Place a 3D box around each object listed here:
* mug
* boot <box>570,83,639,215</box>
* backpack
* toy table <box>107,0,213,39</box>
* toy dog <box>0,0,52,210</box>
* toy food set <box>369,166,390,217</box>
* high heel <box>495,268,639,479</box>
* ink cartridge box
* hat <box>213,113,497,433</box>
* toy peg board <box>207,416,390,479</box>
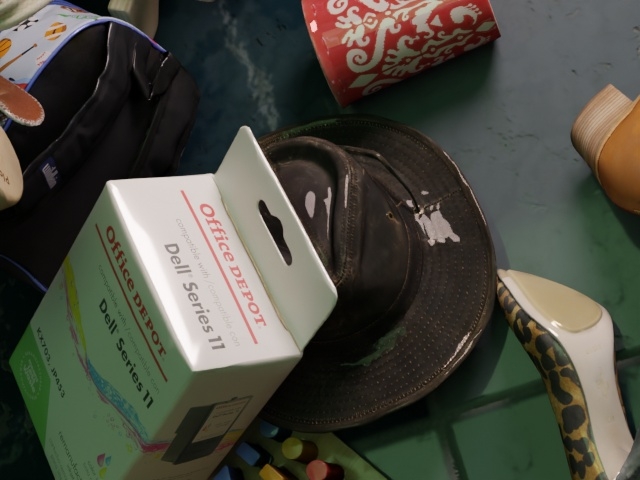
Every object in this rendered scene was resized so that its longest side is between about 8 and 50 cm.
[{"bbox_3d":[0.075,-0.226,1.475,0.169,0.113,0.150,-19,74,9],"label":"mug"},{"bbox_3d":[0.352,-0.135,1.309,0.283,0.109,0.220,-46,31,7],"label":"boot"},{"bbox_3d":[-0.255,-0.096,1.485,0.213,0.276,0.263,32,85,35],"label":"backpack"},{"bbox_3d":[-0.189,-0.328,1.524,0.274,0.252,0.161,7,63,30],"label":"toy table"},{"bbox_3d":[-0.317,-0.085,1.290,0.220,0.161,0.334,-4,47,20],"label":"toy dog"},{"bbox_3d":[0.032,0.027,1.471,0.132,0.038,0.192,-13,63,9],"label":"toy food set"},{"bbox_3d":[0.216,0.153,1.370,0.261,0.093,0.186,44,129,44],"label":"high heel"},{"bbox_3d":[-0.143,0.083,1.353,0.353,0.119,0.207,-54,53,41],"label":"ink cartridge box"},{"bbox_3d":[0.000,0.000,1.395,0.331,0.134,0.331,-6,63,12],"label":"hat"},{"bbox_3d":[-0.039,0.245,1.415,0.160,0.079,0.161,38,90,21],"label":"toy peg board"}]
